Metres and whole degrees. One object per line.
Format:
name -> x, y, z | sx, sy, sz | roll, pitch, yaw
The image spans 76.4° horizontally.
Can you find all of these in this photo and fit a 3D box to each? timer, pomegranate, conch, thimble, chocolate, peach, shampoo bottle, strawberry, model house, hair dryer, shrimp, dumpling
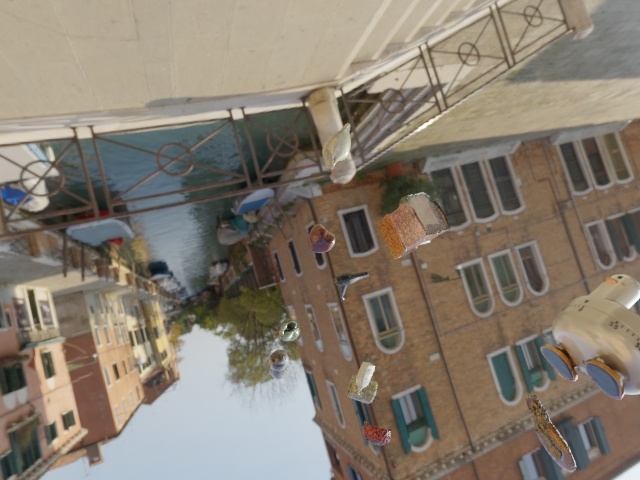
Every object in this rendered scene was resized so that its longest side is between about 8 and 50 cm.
timer -> 0.673, 0.222, 0.938 | 0.240, 0.233, 0.233 | -37, 179, -11
pomegranate -> -0.174, 0.459, 2.056 | 0.142, 0.115, 0.114 | -22, 175, -2
conch -> -0.138, 0.367, 1.665 | 0.056, 0.076, 0.085 | 7, -146, 37
thimble -> 0.243, 0.876, 2.397 | 0.143, 0.137, 0.190 | 17, 141, 1
chocolate -> -0.151, 0.454, 1.487 | 0.072, 0.072, 0.167 | -15, 141, -15
peach -> 0.000, 0.000, 2.199 | 0.152, 0.152, 0.152 | -16, 175, -2
shampoo bottle -> 0.189, 0.621, 1.816 | 0.077, 0.152, 0.045 | 25, 178, -44
strawberry -> 0.269, 0.937, 1.971 | 0.145, 0.086, 0.145 | 15, 166, 4
model house -> 0.393, -0.065, 1.788 | 0.237, 0.202, 0.237 | -16, 162, -48
hair dryer -> 0.154, 0.257, 2.252 | 0.195, 0.075, 0.219 | -10, 136, -25
shrimp -> 0.749, 0.631, 1.332 | 0.068, 0.249, 0.150 | -25, 164, -7
dumpling -> 0.077, -0.486, 2.102 | 0.131, 0.252, 0.179 | 18, -179, -17
